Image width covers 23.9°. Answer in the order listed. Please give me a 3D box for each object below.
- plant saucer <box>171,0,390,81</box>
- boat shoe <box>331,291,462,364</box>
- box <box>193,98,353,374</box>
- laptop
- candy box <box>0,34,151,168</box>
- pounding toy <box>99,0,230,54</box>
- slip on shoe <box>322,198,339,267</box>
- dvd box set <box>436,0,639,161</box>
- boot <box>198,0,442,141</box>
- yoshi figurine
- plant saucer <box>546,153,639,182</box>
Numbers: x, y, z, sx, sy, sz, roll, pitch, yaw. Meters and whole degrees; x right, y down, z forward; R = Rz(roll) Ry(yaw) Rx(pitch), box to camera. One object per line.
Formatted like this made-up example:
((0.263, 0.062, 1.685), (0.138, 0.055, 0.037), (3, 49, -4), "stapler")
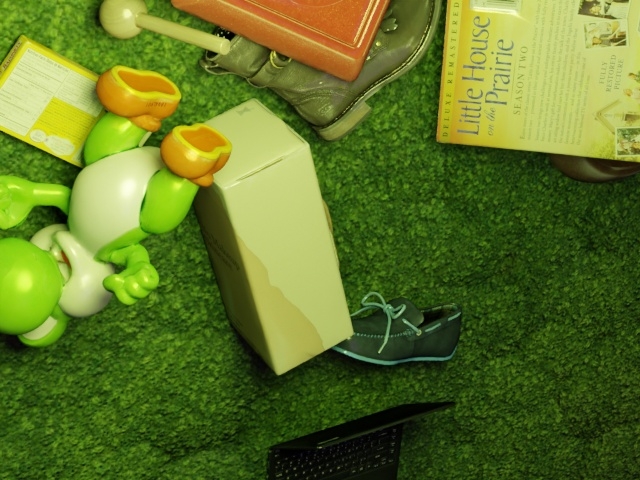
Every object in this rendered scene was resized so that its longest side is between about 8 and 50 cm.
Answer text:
((-0.005, -0.335, 1.702), (0.258, 0.048, 0.259), (20, 96, -30), "plant saucer")
((0.101, 0.115, 2.117), (0.258, 0.109, 0.089), (-1, 113, -53), "boat shoe")
((-0.067, -0.003, 1.874), (0.121, 0.148, 0.311), (-28, 130, -16), "box")
((0.054, 0.332, 2.186), (0.234, 0.136, 0.264), (-13, 126, -27), "laptop")
((-0.282, -0.145, 1.707), (0.206, 0.027, 0.105), (27, 102, -43), "candy box")
((-0.144, -0.328, 1.610), (0.110, 0.183, 0.236), (-27, 124, -60), "pounding toy")
((0.000, 0.000, 1.994), (0.041, 0.051, 0.135), (-58, 144, -35), "slip on shoe")
((0.364, -0.244, 1.897), (0.420, 0.062, 0.307), (6, 124, 7), "dvd box set")
((0.005, -0.258, 1.796), (0.229, 0.091, 0.263), (37, 90, -38), "boot")
((-0.273, -0.011, 1.686), (0.203, 0.203, 0.362), (26, 117, -26), "yoshi figurine")
((0.453, -0.212, 2.166), (0.311, 0.050, 0.310), (-18, 129, -24), "plant saucer")
